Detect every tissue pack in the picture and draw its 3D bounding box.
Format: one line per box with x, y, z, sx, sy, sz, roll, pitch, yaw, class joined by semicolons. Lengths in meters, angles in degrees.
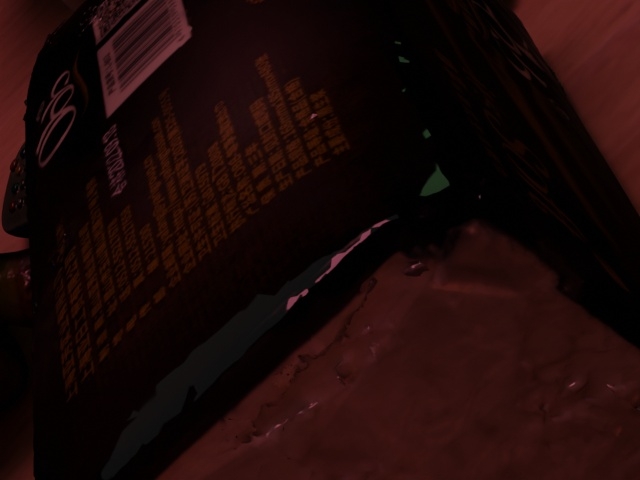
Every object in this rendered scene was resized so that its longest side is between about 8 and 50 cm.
0.000;0.000;0.753;0.210;0.198;0.370;-45;28;17;tissue pack

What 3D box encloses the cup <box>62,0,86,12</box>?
-0.051;-0.192;1.148;0.202;0.255;0.173;-45;-14;10;cup

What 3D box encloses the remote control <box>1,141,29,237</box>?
-0.140;-0.050;1.176;0.222;0.042;0.072;-16;59;52;remote control

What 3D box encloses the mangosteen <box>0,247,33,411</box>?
-0.294;0.053;1.095;0.287;0.288;0.233;-8;59;52;mangosteen
